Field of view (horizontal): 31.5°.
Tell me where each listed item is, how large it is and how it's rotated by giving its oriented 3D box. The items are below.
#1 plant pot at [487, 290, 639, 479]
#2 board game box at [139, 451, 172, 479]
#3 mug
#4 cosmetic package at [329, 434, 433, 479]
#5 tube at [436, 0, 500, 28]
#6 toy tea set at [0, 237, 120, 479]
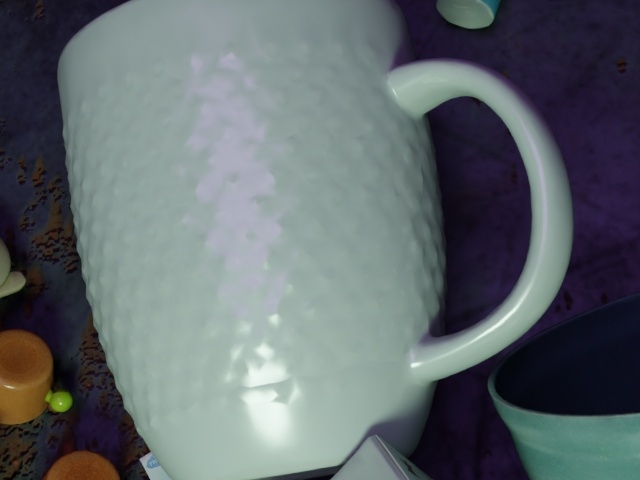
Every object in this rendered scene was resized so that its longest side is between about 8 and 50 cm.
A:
[{"bbox_3d":[0.278,0.148,0.750,0.293,0.293,0.196,-16,97,7],"label":"plant pot"},{"bbox_3d":[-0.089,0.195,0.935,0.090,0.020,0.090,-33,69,1],"label":"board game box"},{"bbox_3d":[0.000,0.000,0.826,0.374,0.276,0.328,-16,75,27],"label":"mug"},{"bbox_3d":[-0.010,0.332,0.739,0.365,0.197,0.155,-46,36,4],"label":"cosmetic package"},{"bbox_3d":[0.158,-0.291,1.026,0.080,0.052,0.207,15,71,10],"label":"tube"},{"bbox_3d":[-0.307,0.149,0.958,0.200,0.124,0.336,-21,65,-34],"label":"toy tea set"}]
